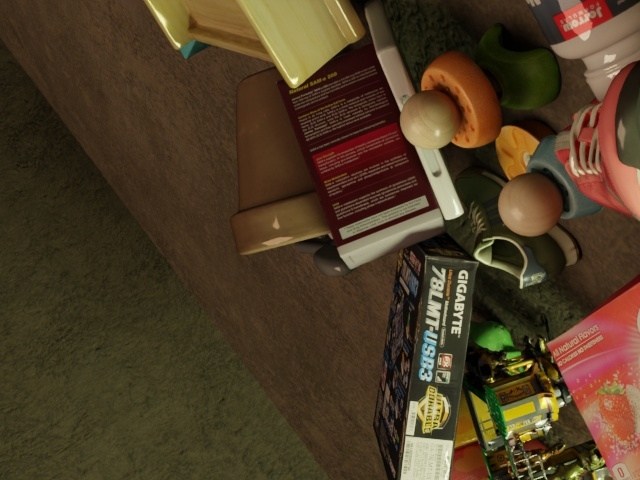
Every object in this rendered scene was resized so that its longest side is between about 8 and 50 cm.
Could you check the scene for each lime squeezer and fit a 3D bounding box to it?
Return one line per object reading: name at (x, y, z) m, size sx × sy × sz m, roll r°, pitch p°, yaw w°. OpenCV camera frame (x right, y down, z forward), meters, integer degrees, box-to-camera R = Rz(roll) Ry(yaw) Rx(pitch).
lime squeezer at (0.232, 0.184, 1.502) m, size 0.059 × 0.110 × 0.310 m, roll 17°, pitch -139°, yaw -53°

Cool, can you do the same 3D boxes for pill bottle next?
pill bottle at (0.223, -0.210, 0.889) m, size 0.180 × 0.108 × 0.108 m, roll 59°, pitch 161°, yaw -8°

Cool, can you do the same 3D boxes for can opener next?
can opener at (0.000, 0.000, 1.827) m, size 0.074 × 0.093 × 0.280 m, roll 60°, pitch 166°, yaw -14°

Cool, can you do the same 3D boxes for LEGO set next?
LEGO set at (0.310, 0.259, 1.312) m, size 0.255 × 0.192 × 0.331 m, roll 139°, pitch 113°, yaw -84°

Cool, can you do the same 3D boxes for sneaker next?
sneaker at (0.238, -0.062, 0.849) m, size 0.136 × 0.116 × 0.314 m, roll 16°, pitch 177°, yaw 27°
sneaker at (0.207, -0.014, 1.281) m, size 0.192 × 0.086 × 0.064 m, roll 42°, pitch 157°, yaw 36°

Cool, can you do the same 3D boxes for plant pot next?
plant pot at (-0.012, -0.120, 1.468) m, size 0.263 × 0.263 × 0.229 m, roll 167°, pitch 90°, yaw -70°

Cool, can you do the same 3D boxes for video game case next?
video game case at (0.103, -0.156, 1.239) m, size 0.227 × 0.026 × 0.206 m, roll -93°, pitch -21°, yaw -65°

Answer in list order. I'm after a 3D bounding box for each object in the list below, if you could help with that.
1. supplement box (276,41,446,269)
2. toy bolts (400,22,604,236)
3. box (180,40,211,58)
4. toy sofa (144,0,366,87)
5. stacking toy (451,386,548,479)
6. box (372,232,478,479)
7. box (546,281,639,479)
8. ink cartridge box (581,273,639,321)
supplement box at (0.049, -0.102, 1.304) m, size 0.073 × 0.130 × 0.239 m, roll 50°, pitch -160°, yaw -72°
toy bolts at (0.198, -0.074, 1.091) m, size 0.228 × 0.158 × 0.218 m, roll 38°, pitch 154°, yaw 43°
box at (-0.197, -0.378, 1.721) m, size 0.100 × 0.060 × 0.244 m, roll 56°, pitch 162°, yaw 0°
toy sofa at (-0.088, -0.328, 1.387) m, size 0.362 × 0.177 × 0.150 m, roll 27°, pitch 155°, yaw 54°
stacking toy at (0.204, 0.325, 1.609) m, size 0.350 × 0.350 × 0.480 m, roll 123°, pitch 127°, yaw -70°
box at (0.128, 0.143, 1.380) m, size 0.295 × 0.073 × 0.293 m, roll -107°, pitch 26°, yaw -83°
box at (0.340, 0.074, 0.861) m, size 0.300 × 0.142 × 0.154 m, roll -48°, pitch 61°, yaw 54°
ink cartridge box at (0.392, 0.163, 1.091) m, size 0.237 × 0.100 × 0.172 m, roll 32°, pitch 150°, yaw 50°
